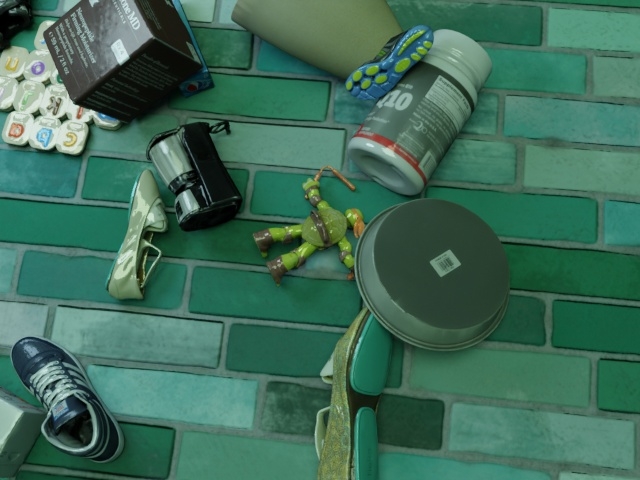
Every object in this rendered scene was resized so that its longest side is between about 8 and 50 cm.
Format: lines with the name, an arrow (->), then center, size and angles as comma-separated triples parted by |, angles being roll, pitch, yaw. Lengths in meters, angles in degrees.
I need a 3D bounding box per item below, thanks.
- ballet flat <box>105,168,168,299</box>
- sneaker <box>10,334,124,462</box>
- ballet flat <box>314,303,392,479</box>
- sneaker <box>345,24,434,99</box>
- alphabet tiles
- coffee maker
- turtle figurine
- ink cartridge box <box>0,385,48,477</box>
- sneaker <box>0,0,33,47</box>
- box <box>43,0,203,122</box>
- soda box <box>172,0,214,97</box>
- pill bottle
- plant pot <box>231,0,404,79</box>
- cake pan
ballet flat -> -0.326, -0.006, 1.476 | 0.086, 0.086, 0.249 | 14, 85, 7
sneaker -> -0.454, 0.264, 1.370 | 0.099, 0.153, 0.282 | -42, 77, -9
ballet flat -> 0.048, 0.275, 1.373 | 0.123, 0.123, 0.349 | 5, 73, 4
sneaker -> 0.128, -0.320, 1.429 | 0.188, 0.078, 0.067 | -36, 103, 23
alphabet tiles -> -0.521, -0.308, 1.597 | 0.284, 0.021, 0.278 | 10, 74, 5
coffee maker -> -0.216, -0.125, 1.482 | 0.171, 0.120, 0.178 | -27, 76, -5
turtle figurine -> 0.000, 0.000, 1.453 | 0.217, 0.087, 0.270 | -25, 75, -4
ink cartridge box -> -0.592, 0.315, 1.376 | 0.176, 0.128, 0.127 | 28, 78, 9
sneaker -> -0.634, -0.509, 1.619 | 0.135, 0.097, 0.276 | 22, 79, 9
box -> -0.365, -0.355, 1.474 | 0.203, 0.167, 0.168 | -33, 72, 17
soda box -> -0.283, -0.397, 1.583 | 0.067, 0.071, 0.210 | -22, 75, -1
pill bottle -> 0.188, -0.240, 1.471 | 0.161, 0.161, 0.283 | 31, 78, 10
plant pot -> 0.016, -0.433, 1.507 | 0.274, 0.256, 0.256 | 39, 80, -5
cake pan -> 0.207, 0.048, 1.402 | 0.293, 0.054, 0.293 | 6, 63, -11
